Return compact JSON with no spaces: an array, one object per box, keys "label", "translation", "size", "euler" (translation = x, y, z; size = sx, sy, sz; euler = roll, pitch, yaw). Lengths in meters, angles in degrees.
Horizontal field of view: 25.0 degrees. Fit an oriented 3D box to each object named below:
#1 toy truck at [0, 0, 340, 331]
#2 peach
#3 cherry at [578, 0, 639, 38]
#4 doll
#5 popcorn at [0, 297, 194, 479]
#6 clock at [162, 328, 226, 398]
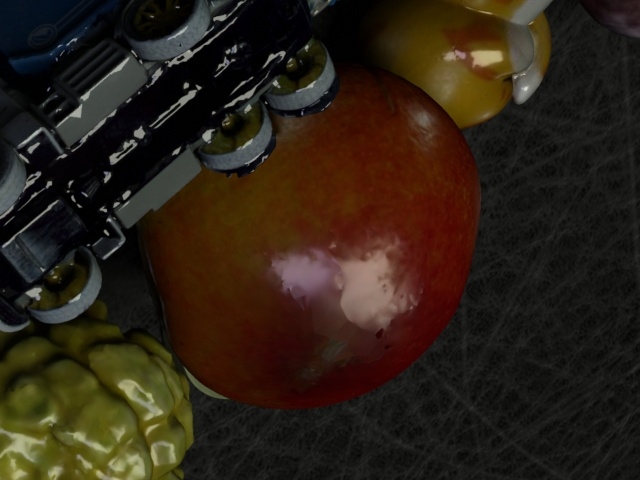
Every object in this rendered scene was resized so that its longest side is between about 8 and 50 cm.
[{"label":"toy truck","translation":[-0.128,-0.115,0.972],"size":[0.367,0.175,0.146],"euler":[-43,140,-13]},{"label":"peach","translation":[0.000,0.000,1.104],"size":[0.275,0.245,0.248],"euler":[-21,157,-6]},{"label":"cherry","translation":[0.342,-0.286,1.322],"size":[0.266,0.183,0.213],"euler":[-28,131,-5]},{"label":"doll","translation":[0.132,-0.209,1.184],"size":[0.269,0.162,0.167],"euler":[-67,166,10]},{"label":"popcorn","translation":[-0.224,0.166,1.049],"size":[0.270,0.224,0.258],"euler":[-32,-168,36]},{"label":"clock","translation":[-0.042,0.040,1.315],"size":[0.235,0.029,0.235],"euler":[-29,138,-30]}]
